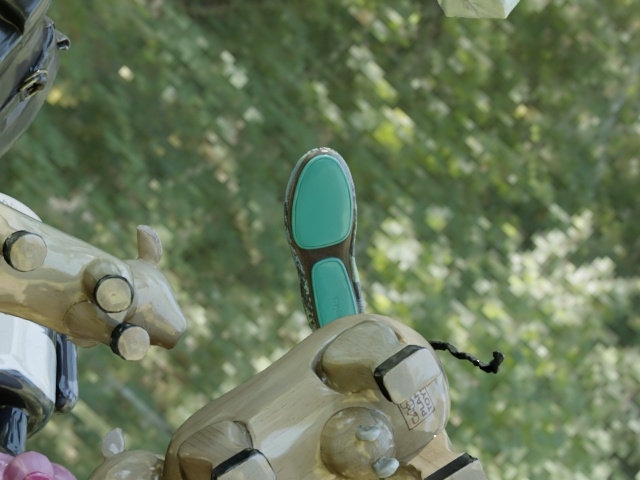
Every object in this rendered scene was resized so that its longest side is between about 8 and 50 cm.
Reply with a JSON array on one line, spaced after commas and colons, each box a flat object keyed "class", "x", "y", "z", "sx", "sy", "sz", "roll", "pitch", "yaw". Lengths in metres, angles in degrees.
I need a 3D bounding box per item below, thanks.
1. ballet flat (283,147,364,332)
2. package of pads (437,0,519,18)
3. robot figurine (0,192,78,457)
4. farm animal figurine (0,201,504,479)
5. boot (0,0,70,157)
[{"class": "ballet flat", "x": 0.000, "y": 0.000, "z": 1.661, "sx": 0.070, "sy": 0.070, "sz": 0.188, "roll": -143, "pitch": -135, "yaw": -58}, {"class": "package of pads", "x": 0.131, "y": -0.371, "z": 1.565, "sx": 0.101, "sy": 0.229, "sz": 0.296, "roll": 11, "pitch": -36, "yaw": 51}, {"class": "robot figurine", "x": -0.327, "y": 0.086, "z": 1.692, "sx": 0.209, "sy": 0.173, "sz": 0.278, "roll": 74, "pitch": 10, "yaw": -58}, {"class": "farm animal figurine", "x": -0.067, "y": 0.111, "z": 0.986, "sx": 0.172, "sy": 0.326, "sz": 0.330, "roll": -154, "pitch": -128, "yaw": -68}, {"class": "boot", "x": -0.259, "y": -0.091, "z": 1.304, "sx": 0.091, "sy": 0.263, "sz": 0.229, "roll": 38, "pitch": -21, "yaw": 7}]
